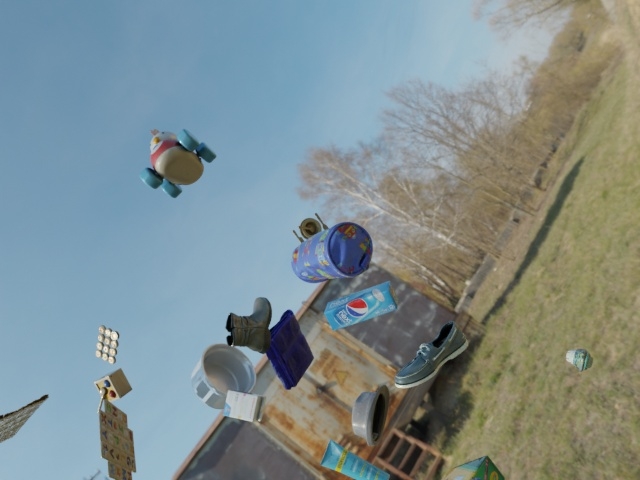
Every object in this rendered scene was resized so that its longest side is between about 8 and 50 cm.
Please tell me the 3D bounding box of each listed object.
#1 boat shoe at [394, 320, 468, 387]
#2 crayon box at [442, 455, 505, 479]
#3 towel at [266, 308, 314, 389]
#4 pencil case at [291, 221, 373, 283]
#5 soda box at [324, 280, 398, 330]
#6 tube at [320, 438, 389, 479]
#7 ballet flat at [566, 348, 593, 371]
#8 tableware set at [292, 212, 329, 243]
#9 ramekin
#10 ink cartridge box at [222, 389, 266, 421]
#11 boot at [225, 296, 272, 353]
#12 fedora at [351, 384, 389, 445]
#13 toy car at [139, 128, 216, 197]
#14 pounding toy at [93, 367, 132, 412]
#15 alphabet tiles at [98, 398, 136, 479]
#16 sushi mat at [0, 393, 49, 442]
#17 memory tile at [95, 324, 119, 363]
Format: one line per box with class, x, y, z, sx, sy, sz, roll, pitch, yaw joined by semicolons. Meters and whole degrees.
boat shoe;0.365;0.384;1.452;0.319;0.099;0.116;-26;8;-24
crayon box;0.381;0.741;1.196;0.278;0.081;0.165;-23;-23;-43
towel;-0.137;0.500;1.947;0.227;0.076;0.309;-45;-56;-40
pencil case;0.023;0.042;1.052;0.120;0.133;0.306;-60;11;-17
soda box;0.121;0.194;1.267;0.209;0.067;0.071;-23;12;19
tube;0.108;0.699;1.318;0.052;0.206;0.080;95;-159;-49
ballet flat;0.777;0.359;1.291;0.188;0.070;0.070;31;-89;-50
tableware set;0.000;0.000;1.560;0.128;0.194;0.039;-39;4;-23
ramekin;-0.437;0.611;1.908;0.135;0.277;0.277;-49;-12;23
ink cartridge box;-0.276;0.624;1.609;0.090;0.143;0.092;55;-136;-65
boot;-0.262;0.287;1.554;0.083;0.161;0.247;-44;36;30
fedora;0.225;0.809;2.002;0.244;0.124;0.276;59;-138;-48
toy car;-0.535;-0.315;1.492;0.219;0.238;0.210;-45;-20;5
pounding toy;-0.918;0.653;1.859;0.141;0.130;0.100;-26;3;26
alphabet tiles;-0.788;0.790;1.669;0.011;0.285;0.343;-16;-35;-12
sushi mat;-0.961;0.571;1.303;0.316;0.019;0.151;-41;-13;27
memory tile;-0.882;0.432;1.767;0.012;0.113;0.148;-14;-61;-67
